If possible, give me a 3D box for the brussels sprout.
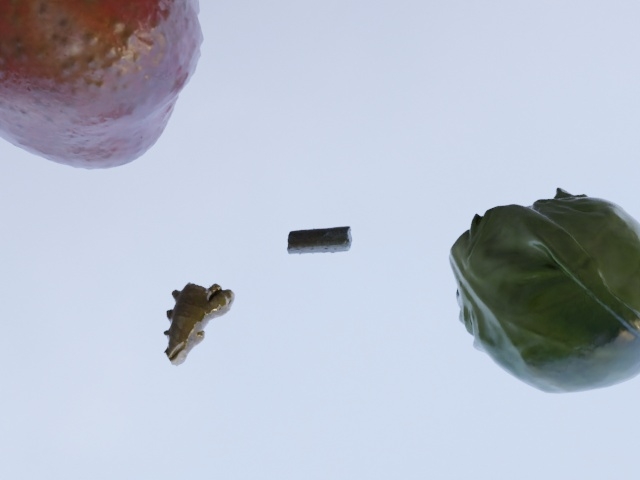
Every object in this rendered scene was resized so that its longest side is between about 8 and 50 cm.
[{"bbox_3d":[0.491,0.112,1.567,0.426,0.342,0.361,-12,-145,-8],"label":"brussels sprout"}]

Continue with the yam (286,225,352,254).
[{"bbox_3d":[0.000,0.000,1.596,0.132,0.054,0.054,-4,-141,17],"label":"yam"}]

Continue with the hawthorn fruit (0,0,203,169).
[{"bbox_3d":[-0.262,-0.218,0.811,0.300,0.275,0.275,22,-135,-1],"label":"hawthorn fruit"}]

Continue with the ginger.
[{"bbox_3d":[-0.282,0.164,1.739,0.205,0.115,0.081,-52,-163,-22],"label":"ginger"}]
